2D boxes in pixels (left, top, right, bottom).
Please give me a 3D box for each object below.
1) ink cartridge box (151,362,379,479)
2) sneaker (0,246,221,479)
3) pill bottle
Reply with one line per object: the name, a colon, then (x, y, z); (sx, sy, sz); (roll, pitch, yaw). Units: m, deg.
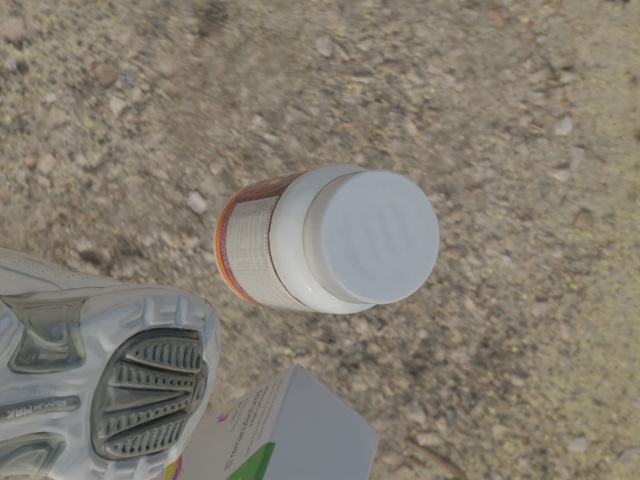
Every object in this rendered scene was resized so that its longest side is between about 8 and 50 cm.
ink cartridge box: (-0.097, 0.265, 0.950); (0.117, 0.201, 0.278); (42, 129, -17)
sneaker: (-0.139, 0.036, 0.333); (0.232, 0.115, 0.090); (21, 85, -59)
pill bottle: (0.000, 0.000, 0.863); (0.121, 0.221, 0.121); (1, 88, -25)
